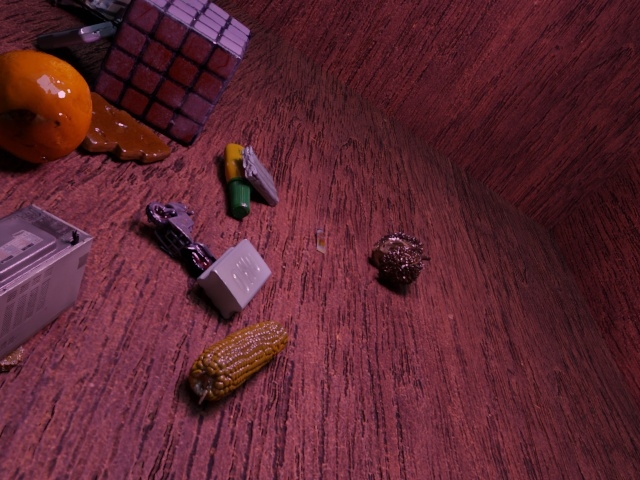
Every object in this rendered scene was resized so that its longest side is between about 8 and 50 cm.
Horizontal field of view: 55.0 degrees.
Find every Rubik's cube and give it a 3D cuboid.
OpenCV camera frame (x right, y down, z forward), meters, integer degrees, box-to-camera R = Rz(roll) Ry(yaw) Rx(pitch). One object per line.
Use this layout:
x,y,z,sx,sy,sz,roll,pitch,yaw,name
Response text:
-0.443,-0.560,1.879,0.343,0.344,0.337,31,30,-19,Rubik's cube

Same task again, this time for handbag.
-0.727,-0.840,2.161,0.325,0.162,0.327,29,34,-16,handbag

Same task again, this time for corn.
-0.167,0.238,1.276,0.101,0.101,0.310,44,29,9,corn

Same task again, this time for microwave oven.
-0.512,0.064,1.000,0.145,0.194,0.240,25,27,5,microwave oven

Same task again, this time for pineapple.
-0.515,0.192,0.997,0.045,0.019,0.083,49,27,23,pineapple

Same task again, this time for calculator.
-0.708,-0.595,1.786,0.246,0.045,0.141,2,27,26,calculator

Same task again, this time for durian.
0.267,0.058,2.013,0.196,0.167,0.196,3,53,-4,durian

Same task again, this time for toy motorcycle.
-0.331,-0.011,1.485,0.215,0.080,0.122,49,25,-5,toy motorcycle

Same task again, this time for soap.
-0.201,0.088,1.470,0.119,0.066,0.198,56,25,-10,soap

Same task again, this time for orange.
-0.633,-0.292,1.352,0.246,0.246,0.246,30,28,-18,orange

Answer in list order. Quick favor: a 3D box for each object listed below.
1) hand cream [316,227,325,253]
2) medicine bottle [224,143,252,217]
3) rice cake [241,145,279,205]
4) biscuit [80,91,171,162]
0.000,0.000,1.938,0.035,0.022,0.102,31,32,-27,hand cream
-0.243,-0.179,1.842,0.111,0.076,0.309,44,21,-36,medicine bottle
-0.181,-0.191,1.873,0.211,0.038,0.124,56,16,-58,rice cake
-0.546,-0.285,1.662,0.301,0.043,0.278,25,28,-28,biscuit
